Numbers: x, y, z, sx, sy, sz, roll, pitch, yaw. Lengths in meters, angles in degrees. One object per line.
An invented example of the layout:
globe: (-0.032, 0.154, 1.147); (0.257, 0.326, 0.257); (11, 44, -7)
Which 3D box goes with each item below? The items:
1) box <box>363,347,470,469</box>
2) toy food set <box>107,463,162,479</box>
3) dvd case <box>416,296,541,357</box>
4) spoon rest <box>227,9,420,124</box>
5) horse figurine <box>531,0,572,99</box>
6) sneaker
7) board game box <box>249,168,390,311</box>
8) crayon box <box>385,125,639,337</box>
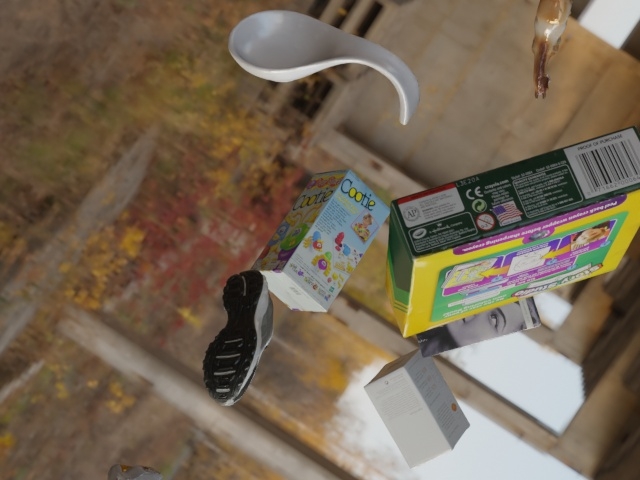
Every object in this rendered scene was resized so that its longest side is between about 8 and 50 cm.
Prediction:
box: (0.172, 0.294, 2.073); (0.091, 0.170, 0.130); (-30, 179, 24)
toy food set: (-0.310, 0.422, 1.866); (0.232, 0.104, 0.111); (18, -90, 55)
dvd case: (0.248, 0.094, 1.982); (0.221, 0.164, 0.018); (-19, 173, 28)
spoon rest: (0.006, -0.249, 1.596); (0.084, 0.276, 0.137); (100, 15, -49)
horse figurine: (0.428, -0.409, 2.120); (0.263, 0.066, 0.174); (99, 16, -48)
sneaker: (-0.130, 0.180, 2.065); (0.271, 0.100, 0.108); (-76, 150, -41)
board game box: (0.000, 0.000, 2.499); (0.142, 0.144, 0.275); (-2, -131, 57)
crayon box: (0.281, -0.004, 1.714); (0.363, 0.106, 0.313); (-17, 158, -6)
